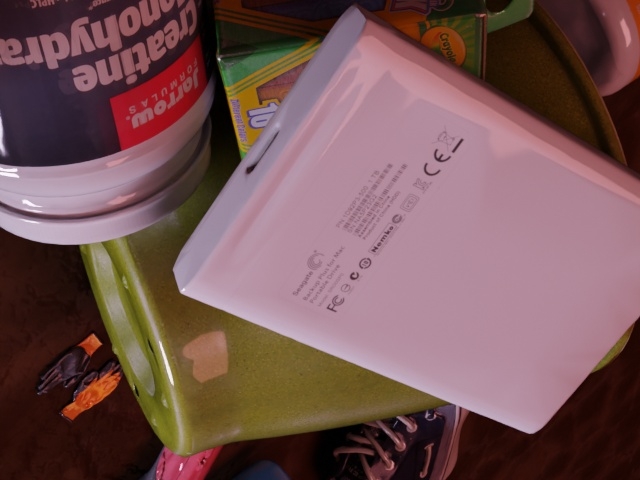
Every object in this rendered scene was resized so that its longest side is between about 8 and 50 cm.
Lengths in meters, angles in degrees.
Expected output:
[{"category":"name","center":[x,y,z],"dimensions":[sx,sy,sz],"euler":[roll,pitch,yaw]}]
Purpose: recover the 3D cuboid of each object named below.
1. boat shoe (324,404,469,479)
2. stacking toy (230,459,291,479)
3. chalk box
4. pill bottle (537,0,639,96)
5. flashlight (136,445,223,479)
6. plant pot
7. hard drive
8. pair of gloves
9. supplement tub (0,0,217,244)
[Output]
[{"category":"boat shoe","center":[0.085,0.223,1.396],"dimensions":[0.158,0.127,0.340],"euler":[-39,144,-28]},{"category":"stacking toy","center":[-0.051,0.385,1.410],"dimensions":[0.175,0.166,0.302],"euler":[-37,159,-2]},{"category":"chalk box","center":[0.040,-0.144,0.788],"dimensions":[0.213,0.132,0.132],"euler":[-9,147,2]},{"category":"pill bottle","center":[0.337,-0.276,1.189],"dimensions":[0.278,0.162,0.162],"euler":[-35,142,-19]},{"category":"flashlight","center":[-0.133,0.217,1.184],"dimensions":[0.103,0.103,0.304],"euler":[11,115,-48]},{"category":"plant pot","center":[0.000,0.000,0.961],"dimensions":[0.353,0.366,0.366],"euler":[-20,136,-18]},{"category":"hard drive","center":[0.087,0.003,0.777],"dimensions":[0.307,0.040,0.203],"euler":[25,112,-31]},{"category":"pair of gloves","center":[-0.218,0.127,1.087],"dimensions":[0.074,0.010,0.083],"euler":[-42,143,-11]},{"category":"supplement tub","center":[-0.166,-0.150,0.736],"dimensions":[0.191,0.191,0.272],"euler":[-32,140,-24]}]
